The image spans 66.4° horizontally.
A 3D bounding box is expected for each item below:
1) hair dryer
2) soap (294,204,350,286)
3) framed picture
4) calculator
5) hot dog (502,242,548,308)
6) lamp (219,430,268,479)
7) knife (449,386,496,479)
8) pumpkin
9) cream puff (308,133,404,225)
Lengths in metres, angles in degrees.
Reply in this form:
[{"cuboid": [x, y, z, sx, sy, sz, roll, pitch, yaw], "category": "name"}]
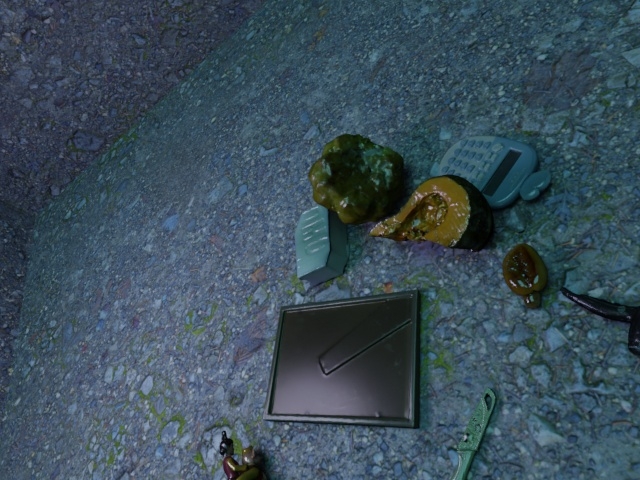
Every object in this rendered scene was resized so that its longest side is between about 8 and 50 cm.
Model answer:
[{"cuboid": [0.573, 0.110, 0.941, 0.219, 0.075, 0.196, 18, 67, 51], "category": "hair dryer"}, {"cuboid": [0.000, 0.000, 1.433, 0.145, 0.091, 0.231, -24, 54, 26], "category": "soap"}, {"cuboid": [0.049, 0.304, 1.262, 0.446, 0.028, 0.326, -11, 59, 34], "category": "framed picture"}, {"cuboid": [0.428, -0.173, 1.225, 0.188, 0.042, 0.302, -54, 45, -1], "category": "calculator"}, {"cuboid": [0.446, 0.076, 1.059, 0.089, 0.060, 0.140, -35, 42, 23], "category": "hot dog"}, {"cuboid": [-0.189, 0.603, 1.227, 0.118, 0.118, 0.253, -36, 45, 17], "category": "lamp"}, {"cuboid": [0.293, 0.439, 0.995, 0.043, 0.020, 0.293, 17, 77, 45], "category": "knife"}, {"cuboid": [0.277, -0.025, 1.184, 0.280, 0.139, 0.190, -43, 58, 31], "category": "pumpkin"}, {"cuboid": [0.101, -0.164, 1.372, 0.281, 0.185, 0.282, 3, 70, -7], "category": "cream puff"}]
